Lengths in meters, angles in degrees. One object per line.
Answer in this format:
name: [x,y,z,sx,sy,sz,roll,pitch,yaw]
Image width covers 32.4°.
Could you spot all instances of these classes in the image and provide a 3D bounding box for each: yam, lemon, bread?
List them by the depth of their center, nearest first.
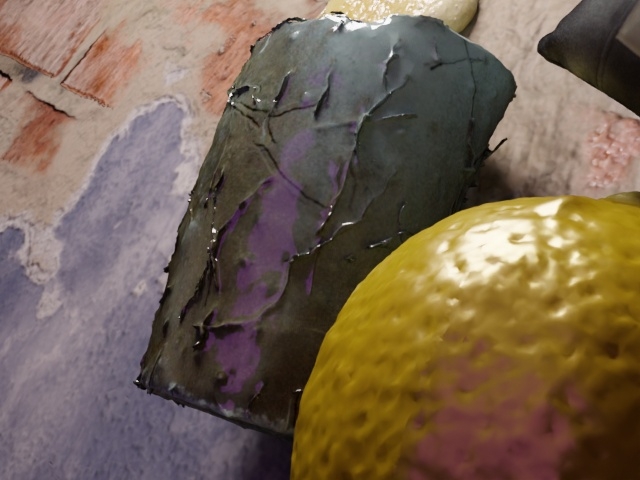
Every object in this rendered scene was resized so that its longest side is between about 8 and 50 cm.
lemon: [0.131,0.142,0.624,0.336,0.336,0.336,-20,50,26]
yam: [0.000,0.000,0.902,0.241,0.241,0.348,5,66,40]
bread: [0.064,-0.220,1.123,0.182,0.039,0.251,25,78,46]

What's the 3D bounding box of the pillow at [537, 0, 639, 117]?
pillow: [0.256,-0.101,0.606,0.186,0.106,0.250,-48,56,19]
